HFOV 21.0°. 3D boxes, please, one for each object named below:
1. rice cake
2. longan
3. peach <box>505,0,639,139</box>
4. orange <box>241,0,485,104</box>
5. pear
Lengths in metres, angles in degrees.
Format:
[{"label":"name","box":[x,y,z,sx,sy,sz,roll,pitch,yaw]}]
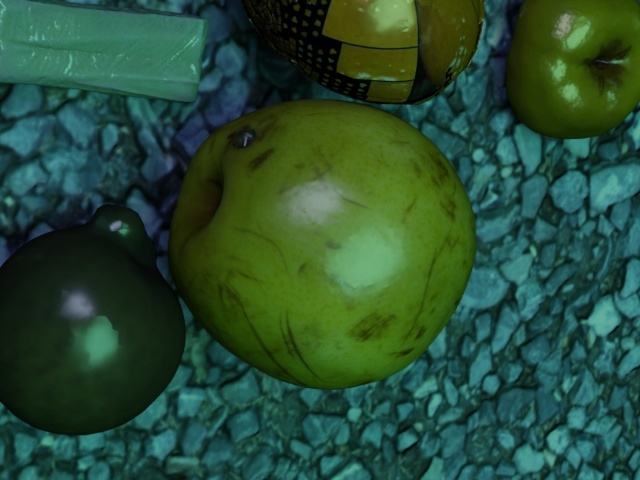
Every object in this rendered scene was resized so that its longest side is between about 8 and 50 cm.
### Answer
[{"label":"rice cake","box":[-0.198,-0.166,1.487,0.221,0.042,0.080,2,108,-37]},{"label":"longan","box":[-0.201,0.068,1.486,0.185,0.159,0.204,21,83,-37]},{"label":"peach","box":[0.269,-0.191,1.780,0.179,0.103,0.179,-12,113,-30]},{"label":"orange","box":[0.041,-0.222,1.529,0.182,0.234,0.234,-42,132,22]},{"label":"pear","box":[0.000,0.000,1.538,0.280,0.280,0.281,-12,111,-33]}]
